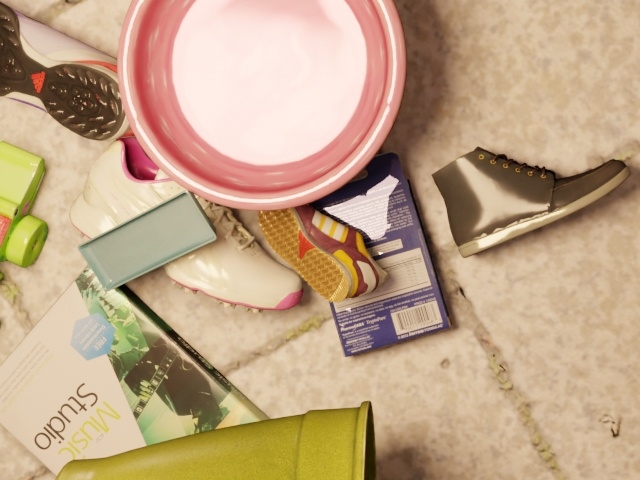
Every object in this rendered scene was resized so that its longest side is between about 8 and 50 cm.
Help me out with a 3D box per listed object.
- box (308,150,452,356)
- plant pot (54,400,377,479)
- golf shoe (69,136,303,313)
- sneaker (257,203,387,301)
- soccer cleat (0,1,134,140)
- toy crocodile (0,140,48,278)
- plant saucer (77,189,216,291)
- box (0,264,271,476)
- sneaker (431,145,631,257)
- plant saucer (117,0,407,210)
[{"bbox_3d":[0.063,0.015,1.816,0.136,0.036,0.225,-16,90,9],"label":"box"},{"bbox_3d":[-0.117,0.362,1.677,0.353,0.366,0.366,0,92,5],"label":"plant pot"},{"bbox_3d":[-0.152,-0.018,1.801,0.306,0.115,0.140,25,107,6],"label":"golf shoe"},{"bbox_3d":[0.000,0.000,1.781,0.185,0.084,0.069,51,131,27],"label":"sneaker"},{"bbox_3d":[-0.331,-0.212,1.846,0.318,0.116,0.108,29,108,25],"label":"soccer cleat"},{"bbox_3d":[-0.437,0.040,1.860,0.115,0.105,0.340,28,95,7],"label":"toy crocodile"},{"bbox_3d":[-0.201,0.000,1.742,0.192,0.018,0.067,-25,102,35],"label":"plant saucer"},{"bbox_3d":[-0.239,0.217,1.859,0.322,0.058,0.232,42,97,4],"label":"box"},{"bbox_3d":[0.245,-0.074,1.762,0.222,0.083,0.118,-24,88,10],"label":"sneaker"},{"bbox_3d":[-0.063,-0.199,1.715,0.332,0.084,0.332,0,91,9],"label":"plant saucer"}]
